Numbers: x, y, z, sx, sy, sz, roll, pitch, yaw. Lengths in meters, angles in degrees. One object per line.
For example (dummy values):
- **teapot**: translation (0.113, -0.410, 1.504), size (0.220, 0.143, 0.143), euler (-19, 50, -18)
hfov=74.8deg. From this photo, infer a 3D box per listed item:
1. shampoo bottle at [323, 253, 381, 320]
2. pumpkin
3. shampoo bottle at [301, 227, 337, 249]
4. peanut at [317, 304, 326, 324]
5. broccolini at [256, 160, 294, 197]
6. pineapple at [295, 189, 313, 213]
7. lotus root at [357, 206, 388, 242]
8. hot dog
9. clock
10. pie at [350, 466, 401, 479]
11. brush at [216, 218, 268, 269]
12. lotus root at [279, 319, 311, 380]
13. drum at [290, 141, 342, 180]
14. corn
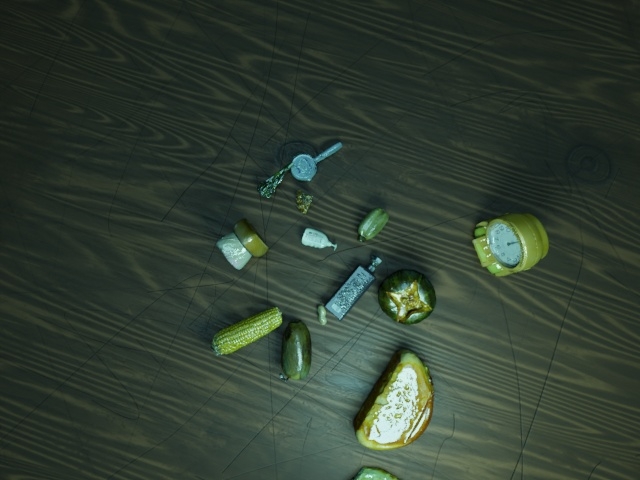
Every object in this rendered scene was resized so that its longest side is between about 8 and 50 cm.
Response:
- **shampoo bottle**: translation (0.149, 0.191, 1.775), size (0.098, 0.071, 0.309), euler (41, 84, 6)
- **pumpkin**: translation (0.356, 0.229, 1.726), size (0.238, 0.159, 0.237), euler (0, 103, 2)
- **shampoo bottle**: translation (0.000, 0.000, 1.814), size (0.152, 0.045, 0.077), euler (17, 81, 4)
- **peanut**: translation (0.006, 0.317, 1.778), size (0.037, 0.037, 0.083), euler (-6, 89, -1)
- **broccolini**: translation (-0.200, -0.275, 1.823), size (0.068, 0.091, 0.202), euler (33, 99, -38)
- **pineapple**: translation (-0.058, -0.177, 1.816), size (0.077, 0.114, 0.114), euler (-8, 87, -20)
- **lotus root**: translation (0.218, -0.063, 1.806), size (0.090, 0.077, 0.183), euler (37, 81, 12)
- **hot dog**: translation (0.316, 0.650, 1.657), size (0.223, 0.185, 0.405), euler (32, 83, 5)
- **clock**: translation (0.766, 0.006, 1.682), size (0.201, 0.317, 0.244), euler (-21, 82, -9)
- **pie**: translation (0.211, 1.070, 1.644), size (0.355, 0.103, 0.288), euler (-44, 79, -3)
- **brush**: translation (-0.322, 0.016, 1.703), size (0.166, 0.267, 0.174), euler (-37, 94, -6)
- **lotus root**: translation (-0.096, 0.449, 1.713), size (0.123, 0.124, 0.240), euler (1, 85, 15)
- **drum**: translation (-0.010, -0.342, 1.857), size (0.254, 0.049, 0.129), euler (-18, 82, -2)
- **corn**: translation (-0.303, 0.376, 1.735), size (0.318, 0.115, 0.115), euler (-24, 83, -5)
